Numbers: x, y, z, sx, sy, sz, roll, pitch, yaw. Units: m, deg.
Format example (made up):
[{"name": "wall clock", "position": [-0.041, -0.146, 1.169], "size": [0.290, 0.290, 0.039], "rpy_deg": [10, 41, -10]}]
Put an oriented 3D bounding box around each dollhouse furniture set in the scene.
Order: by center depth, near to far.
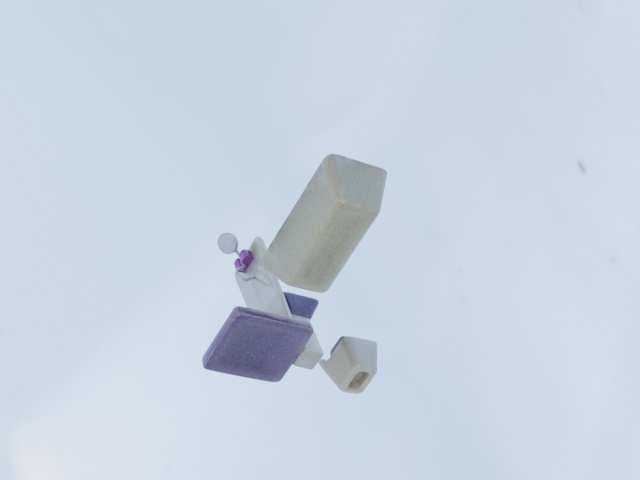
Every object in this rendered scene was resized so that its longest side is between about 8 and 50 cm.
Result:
[{"name": "dollhouse furniture set", "position": [0.000, 0.000, 0.564], "size": [0.091, 0.114, 0.081], "rpy_deg": [15, 32, -31]}]
